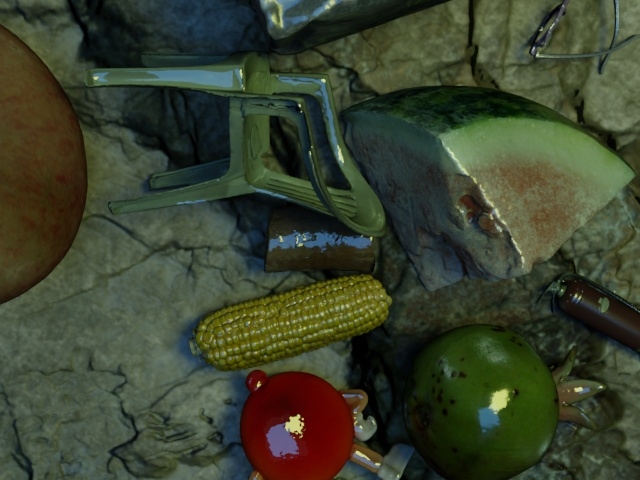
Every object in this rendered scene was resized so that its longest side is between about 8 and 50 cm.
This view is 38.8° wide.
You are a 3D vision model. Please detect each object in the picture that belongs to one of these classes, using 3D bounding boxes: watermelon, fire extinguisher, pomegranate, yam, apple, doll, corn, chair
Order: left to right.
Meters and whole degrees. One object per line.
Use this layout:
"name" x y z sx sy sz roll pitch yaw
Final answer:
"apple" -0.403 -0.083 0.901 0.345 0.269 0.344 0 96 -2
"chair" -0.072 -0.099 0.942 0.275 0.203 0.190 0 106 10
"corn" -0.035 0.094 1.033 0.238 0.080 0.080 -15 98 1
"doll" -0.014 0.238 1.040 0.217 0.085 0.183 40 68 -5
"yam" 0.000 -0.003 1.020 0.127 0.084 0.084 1 97 -3
"watermelon" 0.177 -0.065 1.003 0.310 0.193 0.231 17 77 -17
"pomegranate" 0.205 0.180 1.015 0.224 0.181 0.181 1 98 -22
"fire extinguisher" 0.330 0.084 1.062 0.158 0.043 0.064 29 66 -6

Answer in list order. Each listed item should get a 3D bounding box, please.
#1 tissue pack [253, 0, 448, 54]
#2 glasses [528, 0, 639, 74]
"tissue pack" 0.120 -0.295 0.882 0.394 0.288 0.124 -19 99 1
"glasses" 0.309 -0.237 1.009 0.104 0.062 0.140 36 96 -7
